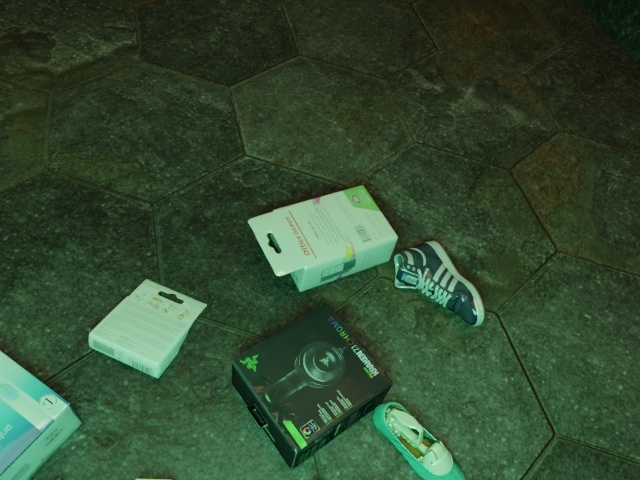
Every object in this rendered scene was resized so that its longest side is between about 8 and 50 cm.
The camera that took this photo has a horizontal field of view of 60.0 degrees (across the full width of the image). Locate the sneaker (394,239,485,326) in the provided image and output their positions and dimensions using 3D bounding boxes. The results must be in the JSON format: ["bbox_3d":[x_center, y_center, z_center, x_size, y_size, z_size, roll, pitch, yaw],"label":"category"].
[{"bbox_3d":[0.298,0.123,1.455,0.153,0.099,0.282,-11,49,-23],"label":"sneaker"}]

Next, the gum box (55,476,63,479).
[{"bbox_3d":[-0.513,0.567,1.022,0.157,0.041,0.184,-30,64,-26],"label":"gum box"}]

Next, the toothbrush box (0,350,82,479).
[{"bbox_3d":[-0.676,0.350,1.108,0.296,0.126,0.216,30,54,15],"label":"toothbrush box"}]

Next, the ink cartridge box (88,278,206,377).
[{"bbox_3d":[-0.406,0.203,1.324,0.181,0.056,0.224,22,34,8],"label":"ink cartridge box"}]

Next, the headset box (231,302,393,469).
[{"bbox_3d":[-0.033,0.320,1.232,0.283,0.131,0.246,-27,61,-26],"label":"headset box"}]

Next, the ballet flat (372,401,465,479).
[{"bbox_3d":[0.217,0.446,1.206,0.247,0.087,0.083,39,57,19],"label":"ballet flat"}]

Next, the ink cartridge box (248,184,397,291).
[{"bbox_3d":[0.000,0.000,1.487,0.354,0.119,0.207,-17,58,-22],"label":"ink cartridge box"}]

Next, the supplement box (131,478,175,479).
[{"bbox_3d":[-0.324,0.502,1.076,0.083,0.083,0.056,4,53,-6],"label":"supplement box"}]
